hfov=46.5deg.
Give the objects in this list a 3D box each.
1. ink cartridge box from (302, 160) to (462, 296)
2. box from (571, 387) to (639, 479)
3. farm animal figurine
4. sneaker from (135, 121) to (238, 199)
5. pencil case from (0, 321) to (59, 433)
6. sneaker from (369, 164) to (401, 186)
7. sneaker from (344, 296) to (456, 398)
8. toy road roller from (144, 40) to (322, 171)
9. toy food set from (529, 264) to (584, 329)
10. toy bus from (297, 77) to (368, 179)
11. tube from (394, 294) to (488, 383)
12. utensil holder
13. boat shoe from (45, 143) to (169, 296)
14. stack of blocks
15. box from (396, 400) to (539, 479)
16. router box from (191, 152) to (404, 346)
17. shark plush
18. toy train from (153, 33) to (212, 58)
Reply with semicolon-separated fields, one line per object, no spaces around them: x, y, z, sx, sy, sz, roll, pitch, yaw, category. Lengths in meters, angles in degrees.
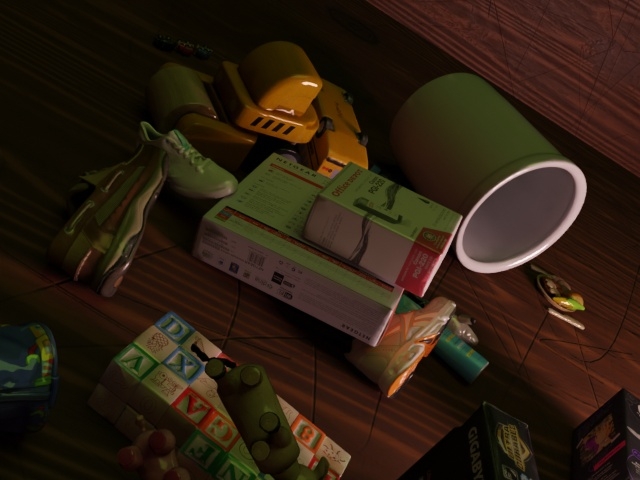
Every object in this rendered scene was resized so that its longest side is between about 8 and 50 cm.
0.102;-0.024;1.209;0.218;0.092;0.158;26;32;10;ink cartridge box
0.542;0.412;1.285;0.165;0.143;0.270;38;29;4;box
-0.054;0.306;0.701;0.326;0.172;0.330;24;72;13;farm animal figurine
-0.230;-0.137;1.241;0.212;0.094;0.080;22;34;23;sneaker
-0.399;0.146;0.696;0.133;0.119;0.306;22;15;41;pencil case
0.127;-0.101;1.645;0.090;0.081;0.232;32;29;3;sneaker
0.139;0.150;1.269;0.121;0.099;0.262;34;36;16;sneaker
-0.148;-0.277;1.445;0.329;0.240;0.202;11;38;-38;toy road roller
0.599;0.126;1.860;0.132;0.038;0.192;25;31;-20;toy food set
0.017;-0.239;1.676;0.108;0.130;0.333;20;33;-25;toy bus
0.215;0.178;1.382;0.207;0.052;0.080;40;24;18;tube
0.377;-0.172;1.769;0.327;0.327;0.385;11;37;-38;utensil holder
-0.307;-0.057;1.090;0.120;0.122;0.324;24;31;-14;boat shoe
-0.126;0.238;0.888;0.297;0.087;0.171;38;29;4;stack of blocks
0.115;0.363;0.756;0.073;0.293;0.295;28;31;-14;box
0.000;0.000;1.277;0.335;0.082;0.301;26;32;8;router box
0.233;0.157;1.449;0.161;0.073;0.067;25;4;22;shark plush
-0.315;-0.449;1.731;0.158;0.027;0.036;0;49;-46;toy train
